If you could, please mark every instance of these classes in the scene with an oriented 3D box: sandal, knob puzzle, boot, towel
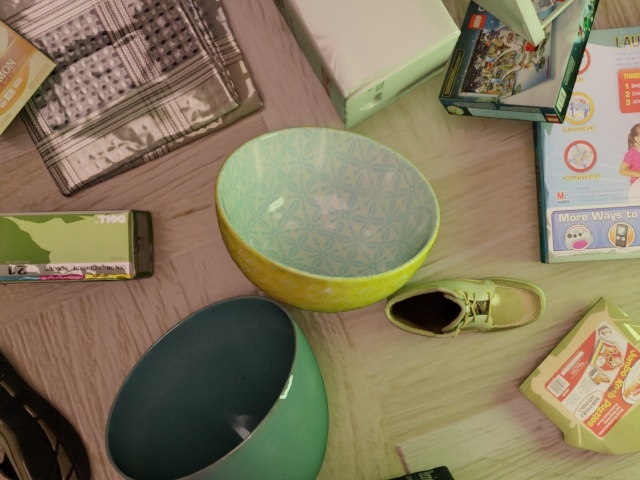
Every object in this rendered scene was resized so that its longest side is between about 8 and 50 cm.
[{"bbox_3d":[-0.423,0.259,1.726,0.086,0.120,0.302,-41,85,30],"label":"sandal"},{"bbox_3d":[0.394,0.200,1.700,0.213,0.030,0.213,0,89,4],"label":"knob puzzle"},{"bbox_3d":[0.190,0.088,1.645,0.213,0.165,0.077,0,90,5],"label":"boot"},{"bbox_3d":[-0.277,-0.260,1.734,0.324,0.056,0.312,-25,88,3],"label":"towel"}]

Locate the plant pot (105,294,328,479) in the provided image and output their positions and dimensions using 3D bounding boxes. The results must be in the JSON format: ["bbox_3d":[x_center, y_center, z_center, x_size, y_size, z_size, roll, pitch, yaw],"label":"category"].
[{"bbox_3d":[-0.102,0.242,1.635,0.290,0.290,0.195,-37,124,3],"label":"plant pot"}]

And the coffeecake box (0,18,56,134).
[{"bbox_3d":[-0.466,-0.237,1.656,0.185,0.068,0.142,38,91,-25],"label":"coffeecake box"}]

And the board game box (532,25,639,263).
[{"bbox_3d":[0.437,-0.127,1.671,0.308,0.086,0.301,-3,89,4],"label":"board game box"}]

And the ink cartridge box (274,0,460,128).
[{"bbox_3d":[0.004,-0.363,1.601,0.166,0.285,0.394,-29,88,1],"label":"ink cartridge box"}]

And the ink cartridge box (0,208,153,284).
[{"bbox_3d":[-0.332,0.007,1.636,0.189,0.255,0.097,-1,89,3],"label":"ink cartridge box"}]

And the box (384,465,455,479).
[{"bbox_3d":[-0.017,0.495,1.478,0.472,0.480,0.297,-13,91,-2],"label":"box"}]

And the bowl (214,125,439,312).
[{"bbox_3d":[0.000,0.000,1.649,0.290,0.289,0.156,14,134,4],"label":"bowl"}]

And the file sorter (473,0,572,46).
[{"bbox_3d":[0.215,-0.419,1.579,0.173,0.193,0.277,-42,53,-1],"label":"file sorter"}]

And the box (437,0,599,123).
[{"bbox_3d":[0.261,-0.266,1.620,0.159,0.044,0.233,9,70,32],"label":"box"}]
